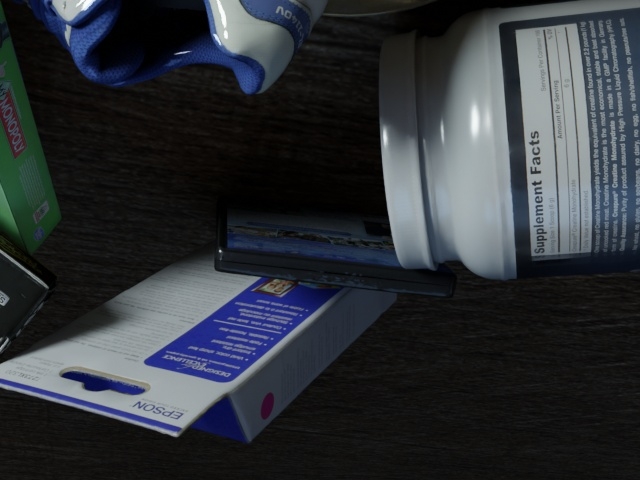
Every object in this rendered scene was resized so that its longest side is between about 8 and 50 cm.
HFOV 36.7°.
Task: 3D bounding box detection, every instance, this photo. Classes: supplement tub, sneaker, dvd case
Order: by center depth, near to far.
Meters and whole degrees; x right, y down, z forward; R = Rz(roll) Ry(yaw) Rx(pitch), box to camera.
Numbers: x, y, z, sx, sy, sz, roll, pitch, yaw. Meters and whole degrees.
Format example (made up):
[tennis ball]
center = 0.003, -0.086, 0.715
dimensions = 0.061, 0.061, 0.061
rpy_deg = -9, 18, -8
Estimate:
[sneaker]
center = -0.135, -0.158, 0.552
dimensions = 0.296, 0.131, 0.112
rpy_deg = 10, 154, 25
[supplement tub]
center = 0.187, -0.071, 0.667
dimensions = 0.272, 0.191, 0.191
rpy_deg = -4, 150, 11
[dvd case]
center = 0.000, 0.000, 0.825
dimensions = 0.180, 0.022, 0.253
rpy_deg = 6, -169, -7

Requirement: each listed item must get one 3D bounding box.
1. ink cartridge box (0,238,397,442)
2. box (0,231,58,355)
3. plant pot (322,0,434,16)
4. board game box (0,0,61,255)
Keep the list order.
[ink cartridge box]
center = -0.083, 0.075, 0.800
dimensions = 0.176, 0.069, 0.371
rpy_deg = 9, -160, 25
[box]
center = -0.395, 0.032, 0.685
dimensions = 0.322, 0.257, 0.079
rpy_deg = 39, 177, -10
[plant pot]
center = 0.016, -0.225, 0.571
dimensions = 0.236, 0.032, 0.236
rpy_deg = 1, 151, 1
[board game box]
center = -0.293, -0.125, 0.650
dimensions = 0.213, 0.046, 0.317
rpy_deg = 30, 154, 8
